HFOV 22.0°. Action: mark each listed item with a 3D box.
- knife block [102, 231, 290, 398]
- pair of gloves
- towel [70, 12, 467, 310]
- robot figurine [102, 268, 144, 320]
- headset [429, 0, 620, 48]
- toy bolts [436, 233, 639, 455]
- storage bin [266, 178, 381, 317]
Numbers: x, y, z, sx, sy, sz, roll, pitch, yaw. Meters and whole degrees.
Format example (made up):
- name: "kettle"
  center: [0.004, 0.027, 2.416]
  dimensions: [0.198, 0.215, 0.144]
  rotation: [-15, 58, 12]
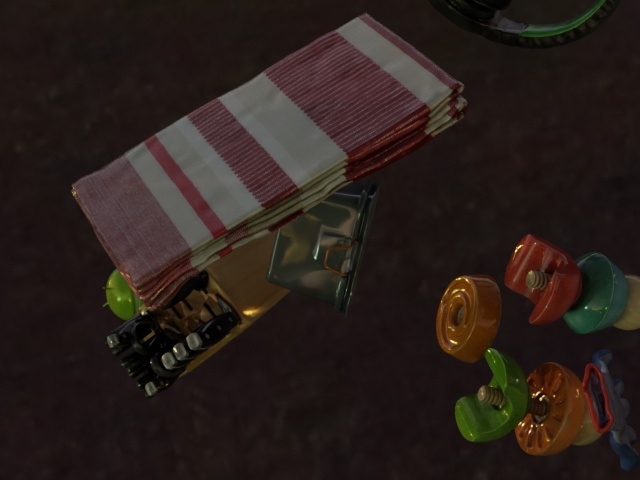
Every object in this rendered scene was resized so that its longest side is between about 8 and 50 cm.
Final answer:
- name: "knife block"
  center: [-0.105, 0.059, 1.732]
  dimensions: [0.276, 0.088, 0.242]
  rotation: [-38, 1, -22]
- name: "pair of gloves"
  center: [0.222, 0.174, 1.196]
  dimensions: [0.023, 0.198, 0.159]
  rotation: [-15, -12, 15]
- name: "towel"
  center: [-0.052, -0.080, 1.462]
  dimensions: [0.329, 0.037, 0.237]
  rotation: [-31, 32, -6]
- name: "robot figurine"
  center: [-0.197, 0.057, 1.920]
  dimensions: [0.115, 0.101, 0.067]
  rotation: [-9, 57, -14]
- name: "headset"
  center: [0.171, -0.359, 1.927]
  dimensions: [0.394, 0.243, 0.185]
  rotation: [18, 29, 15]
- name: "toy bolts"
  center: [0.252, 0.097, 1.783]
  dimensions: [0.158, 0.228, 0.218]
  rotation: [14, 32, -24]
- name: "storage bin"
  center: [0.000, 0.000, 1.661]
  dimensions: [0.091, 0.135, 0.098]
  rotation: [13, 19, 4]
